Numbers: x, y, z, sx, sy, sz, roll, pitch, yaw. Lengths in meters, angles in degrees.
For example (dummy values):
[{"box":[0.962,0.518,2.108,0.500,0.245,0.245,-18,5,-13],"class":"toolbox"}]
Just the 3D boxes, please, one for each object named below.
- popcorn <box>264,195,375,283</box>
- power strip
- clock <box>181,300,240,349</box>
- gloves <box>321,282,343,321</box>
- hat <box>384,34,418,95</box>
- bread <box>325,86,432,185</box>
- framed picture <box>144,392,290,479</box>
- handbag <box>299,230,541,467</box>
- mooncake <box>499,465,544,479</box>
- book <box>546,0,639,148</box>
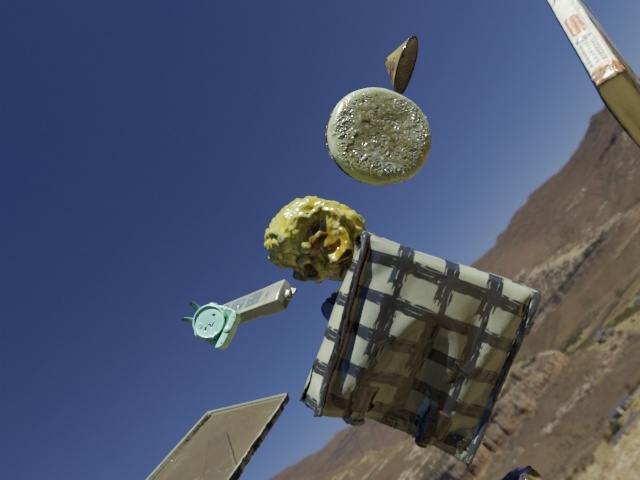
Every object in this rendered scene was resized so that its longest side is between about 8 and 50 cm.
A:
[{"box":[0.000,0.000,1.158,0.225,0.286,0.174,41,-113,-46],"class":"popcorn"},{"box":[-0.190,0.179,1.407,0.286,0.048,0.080,-24,25,30],"class":"power strip"},{"box":[-0.272,0.202,1.312,0.101,0.135,0.041,-67,-18,-12],"class":"clock"},{"box":[0.109,0.115,1.367,0.268,0.107,0.135,-29,-51,-30],"class":"gloves"},{"box":[0.244,-0.569,1.716,0.193,0.082,0.193,-54,-24,-39],"class":"hat"},{"box":[0.144,-0.257,1.292,0.267,0.267,0.040,-46,-4,-16],"class":"bread"},{"box":[-0.175,0.342,0.879,0.192,0.018,0.265,-20,7,22],"class":"framed picture"},{"box":[0.168,0.184,0.933,0.162,0.325,0.327,103,-173,-86],"class":"handbag"},{"box":[0.512,0.743,1.284,0.393,0.394,0.246,36,-76,-31],"class":"mooncake"},{"box":[0.411,-0.245,0.754,0.039,0.300,0.428,-35,35,34],"class":"book"}]
